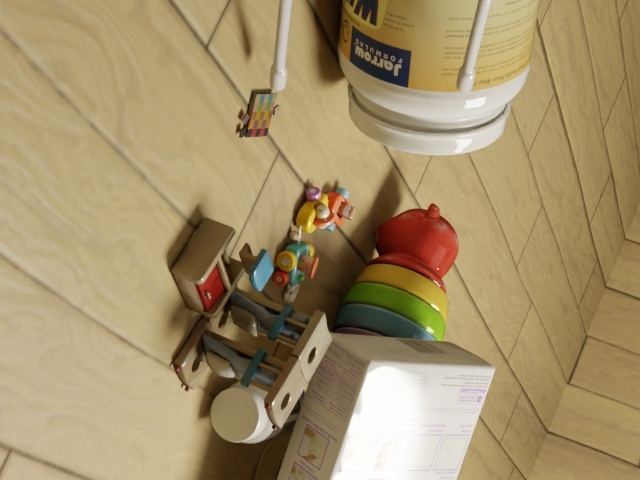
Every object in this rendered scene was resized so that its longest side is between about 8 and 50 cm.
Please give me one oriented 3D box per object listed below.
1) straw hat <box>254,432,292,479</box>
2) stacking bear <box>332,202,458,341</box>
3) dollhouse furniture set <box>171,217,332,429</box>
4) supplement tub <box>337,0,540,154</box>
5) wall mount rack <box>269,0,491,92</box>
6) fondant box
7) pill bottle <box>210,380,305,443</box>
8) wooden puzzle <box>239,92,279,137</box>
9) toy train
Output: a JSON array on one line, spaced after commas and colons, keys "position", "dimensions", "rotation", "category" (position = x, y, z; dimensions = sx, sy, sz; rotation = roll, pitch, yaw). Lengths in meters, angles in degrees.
[{"position": [-0.037, 0.326, 1.903], "dimensions": [0.145, 0.144, 0.061], "rotation": [-64, -164, -16], "category": "straw hat"}, {"position": [0.104, 0.087, 1.934], "dimensions": [0.175, 0.164, 0.289], "rotation": [66, 43, -60], "category": "stacking bear"}, {"position": [-0.085, 0.094, 1.510], "dimensions": [0.129, 0.129, 0.184], "rotation": [-60, 157, -25], "category": "dollhouse furniture set"}, {"position": [0.137, -0.280, 1.587], "dimensions": [0.228, 0.228, 0.316], "rotation": [-44, 146, -48], "category": "supplement tub"}, {"position": [0.064, -0.280, 1.370], "dimensions": [0.130, 0.349, 0.304], "rotation": [-100, -168, -68], "category": "wall mount rack"}, {"position": [0.066, 0.289, 1.763], "dimensions": [0.238, 0.096, 0.330], "rotation": [8, 103, -43], "category": "fondant box"}, {"position": [-0.076, 0.206, 1.696], "dimensions": [0.137, 0.078, 0.078], "rotation": [2, 106, -68], "category": "pill bottle"}, {"position": [-0.067, -0.138, 1.522], "dimensions": [0.083, 0.006, 0.049], "rotation": [-13, 120, -65], "category": "wooden puzzle"}, {"position": [0.000, 0.000, 1.745], "dimensions": [0.166, 0.046, 0.125], "rotation": [-65, 157, -15], "category": "toy train"}]
